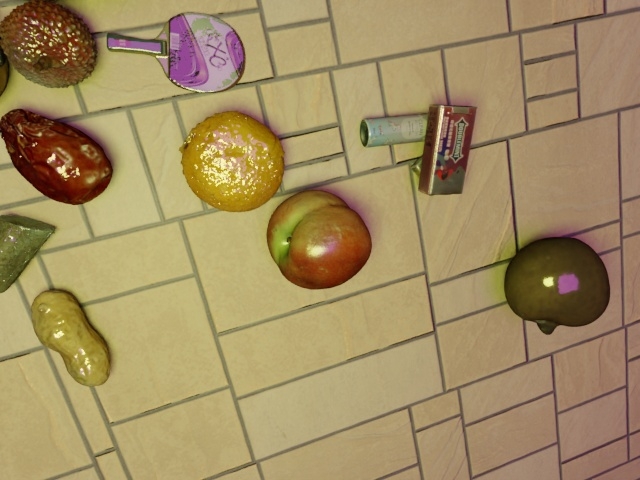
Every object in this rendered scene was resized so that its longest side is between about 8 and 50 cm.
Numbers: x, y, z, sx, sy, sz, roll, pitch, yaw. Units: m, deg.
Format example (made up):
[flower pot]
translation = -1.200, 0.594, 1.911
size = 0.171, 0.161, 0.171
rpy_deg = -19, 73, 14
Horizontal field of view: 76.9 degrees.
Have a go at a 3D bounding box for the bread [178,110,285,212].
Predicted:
[bread]
translation = -0.202, -0.181, 0.950
size = 0.239, 0.139, 0.240
rpy_deg = -3, 103, -13

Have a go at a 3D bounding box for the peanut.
[peanut]
translation = -0.590, 0.237, 0.960
size = 0.101, 0.117, 0.263
rpy_deg = -19, 110, 13

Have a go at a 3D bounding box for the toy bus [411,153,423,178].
[toy bus]
translation = 0.331, -0.240, 1.114
size = 0.072, 0.057, 0.172
rpy_deg = 44, 88, -11

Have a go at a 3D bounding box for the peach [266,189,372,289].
[peach]
translation = 0.000, 0.000, 0.984
size = 0.251, 0.252, 0.253
rpy_deg = -3, 102, -13

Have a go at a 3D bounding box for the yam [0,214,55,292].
[yam]
translation = -0.694, 0.023, 0.895
size = 0.107, 0.107, 0.183
rpy_deg = 36, 93, -18

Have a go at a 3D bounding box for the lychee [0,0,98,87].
[lychee]
translation = -0.537, -0.384, 0.804
size = 0.165, 0.198, 0.165
rpy_deg = -17, 148, -11

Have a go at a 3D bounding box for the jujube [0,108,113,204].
[jujube]
translation = -0.563, -0.183, 0.855
size = 0.236, 0.168, 0.168
rpy_deg = 40, 90, -1

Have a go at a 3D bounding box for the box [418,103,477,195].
[box]
translation = 0.325, -0.232, 1.040
size = 0.120, 0.069, 0.225
rpy_deg = -6, 111, -18

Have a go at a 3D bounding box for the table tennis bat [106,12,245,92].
[table tennis bat]
translation = -0.325, -0.437, 0.929
size = 0.300, 0.022, 0.174
rpy_deg = 2, 101, -16

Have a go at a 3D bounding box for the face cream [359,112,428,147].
[face cream]
translation = 0.222, -0.294, 1.066
size = 0.229, 0.075, 0.075
rpy_deg = -10, 104, -12

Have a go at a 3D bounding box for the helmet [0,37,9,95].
[helmet]
translation = -0.714, -0.355, 0.792
size = 0.198, 0.130, 0.225
rpy_deg = 10, 93, -13

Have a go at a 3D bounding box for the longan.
[longan]
translation = 0.689, 0.131, 1.185
size = 0.299, 0.243, 0.301
rpy_deg = 2, 107, 5
